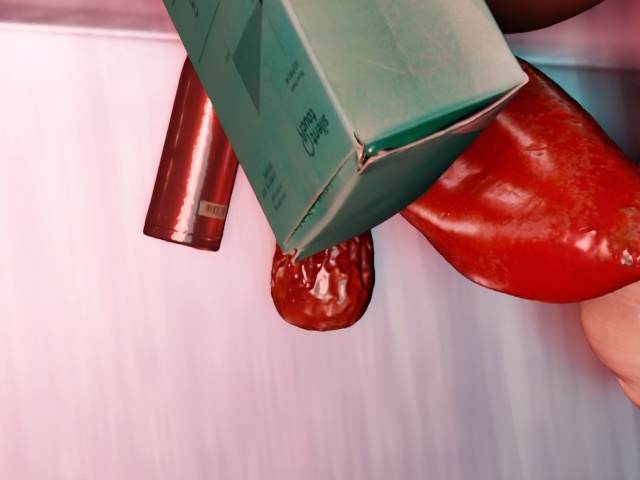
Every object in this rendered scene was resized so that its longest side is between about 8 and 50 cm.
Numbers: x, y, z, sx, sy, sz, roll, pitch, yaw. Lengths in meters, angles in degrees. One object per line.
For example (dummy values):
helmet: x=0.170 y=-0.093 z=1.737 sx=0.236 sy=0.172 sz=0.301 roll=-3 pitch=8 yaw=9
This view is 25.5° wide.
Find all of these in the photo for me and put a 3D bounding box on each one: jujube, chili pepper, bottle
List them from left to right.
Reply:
bottle: x=-0.080 y=-0.078 z=0.985 sx=0.060 sy=0.060 sz=0.164 roll=13 pitch=92 yaw=-10
jujube: x=0.000 y=0.000 z=0.999 sx=0.077 sy=0.077 sz=0.129 roll=-4 pitch=84 yaw=-9
chili pepper: x=0.137 y=-0.027 z=0.933 sx=0.144 sy=0.253 sz=0.136 roll=-5 pitch=114 yaw=-17

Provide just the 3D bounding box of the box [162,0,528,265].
box: x=-0.017 y=-0.168 z=0.867 sx=0.118 sy=0.205 sz=0.311 roll=-22 pitch=79 yaw=-17

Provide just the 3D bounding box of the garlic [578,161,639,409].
garlic: x=0.281 y=0.019 z=1.002 sx=0.227 sy=0.152 sz=0.228 roll=-12 pitch=114 yaw=-29

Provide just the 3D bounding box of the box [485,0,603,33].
box: x=0.138 y=-0.290 z=0.926 sx=0.301 sy=0.216 sz=0.301 roll=-1 pitch=96 yaw=-8
